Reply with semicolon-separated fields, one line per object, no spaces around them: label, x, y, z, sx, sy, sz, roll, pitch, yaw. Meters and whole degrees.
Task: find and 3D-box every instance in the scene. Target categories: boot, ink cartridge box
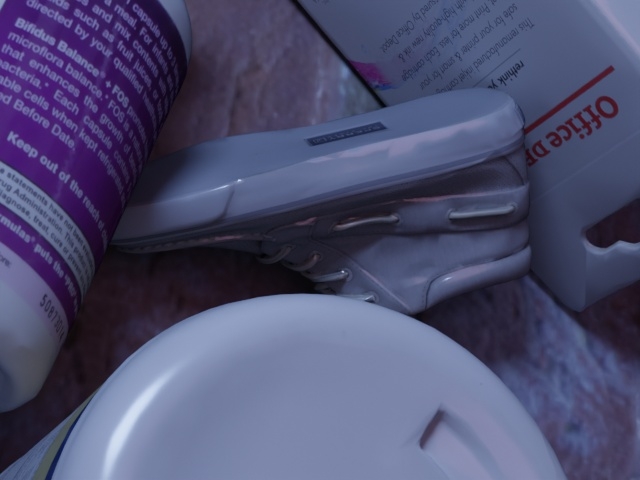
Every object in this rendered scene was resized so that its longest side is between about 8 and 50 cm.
boot;0.000;0.000;0.998;0.258;0.095;0.123;-12;111;-4
ink cartridge box;0.121;-0.146;1.044;0.353;0.207;0.119;50;57;-2

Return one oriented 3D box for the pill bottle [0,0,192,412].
pill bottle;-0.167;-0.075;0.905;0.169;0.169;0.301;28;61;-12

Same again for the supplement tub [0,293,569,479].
supplement tub;-0.049;0.172;0.775;0.228;0.316;0.228;9;67;-21
